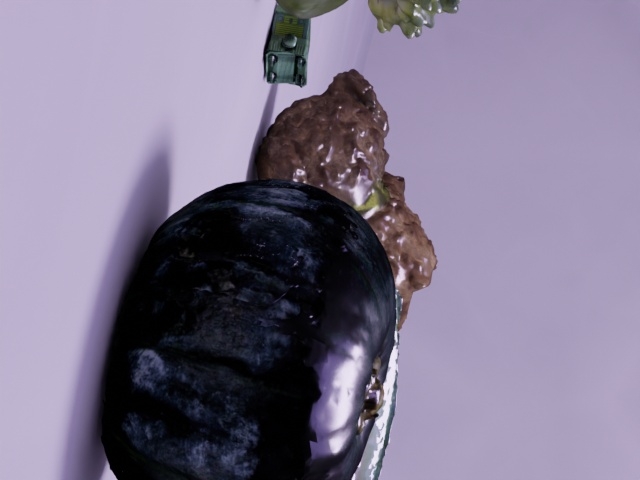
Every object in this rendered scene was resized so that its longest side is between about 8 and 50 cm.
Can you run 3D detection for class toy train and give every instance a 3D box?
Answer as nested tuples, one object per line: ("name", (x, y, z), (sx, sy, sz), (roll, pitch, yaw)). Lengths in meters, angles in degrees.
("toy train", (-0.028, -0.173, 1.504), (0.093, 0.038, 0.056), (93, 4, -76))

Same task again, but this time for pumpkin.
("pumpkin", (-0.041, 0.078, 1.023), (0.233, 0.163, 0.233), (12, 90, -86))

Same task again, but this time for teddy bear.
("teddy bear", (-0.005, 0.003, 1.708), (0.246, 0.222, 0.296), (-32, 169, -33))

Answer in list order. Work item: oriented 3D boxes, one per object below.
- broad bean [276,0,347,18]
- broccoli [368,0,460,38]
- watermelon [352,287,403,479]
("broad bean", (0.013, -0.259, 1.281), (0.228, 0.100, 0.169), (101, 9, -79))
("broccoli", (0.068, -0.259, 1.047), (0.235, 0.260, 0.288), (-28, -168, 38))
("watermelon", (-0.050, 0.112, 1.401), (0.256, 0.140, 0.193), (10, 84, -55))
